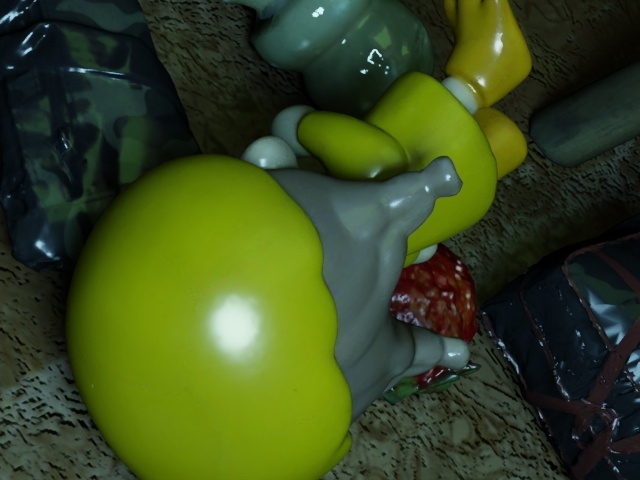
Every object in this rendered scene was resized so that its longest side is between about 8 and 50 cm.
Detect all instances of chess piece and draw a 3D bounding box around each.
[{"bbox_3d":[-0.018,-0.180,1.384,0.243,0.133,0.133,44,40,-12],"label":"chess piece"}]

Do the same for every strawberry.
[{"bbox_3d":[0.039,0.019,1.321,0.187,0.082,0.146,50,33,8],"label":"strawberry"}]

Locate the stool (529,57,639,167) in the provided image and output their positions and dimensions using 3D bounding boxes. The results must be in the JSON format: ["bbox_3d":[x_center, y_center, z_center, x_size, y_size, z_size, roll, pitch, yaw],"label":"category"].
[{"bbox_3d":[0.375,-0.087,1.580,0.310,0.226,0.310,55,41,5],"label":"stool"}]

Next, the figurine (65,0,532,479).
[{"bbox_3d":[0.000,0.000,1.149,0.343,0.187,0.215,-45,136,-27],"label":"figurine"}]

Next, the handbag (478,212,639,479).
[{"bbox_3d":[0.224,0.095,1.355,0.169,0.155,0.215,-25,81,-44],"label":"handbag"}]

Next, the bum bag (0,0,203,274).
[{"bbox_3d":[-0.161,-0.130,1.237,0.144,0.095,0.340,-8,63,-26],"label":"bum bag"}]
